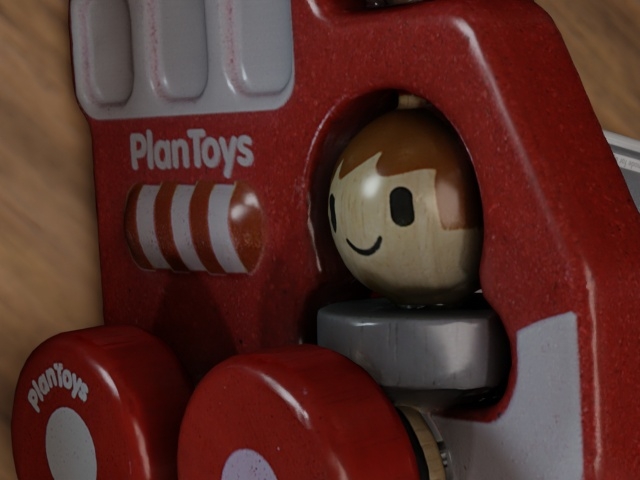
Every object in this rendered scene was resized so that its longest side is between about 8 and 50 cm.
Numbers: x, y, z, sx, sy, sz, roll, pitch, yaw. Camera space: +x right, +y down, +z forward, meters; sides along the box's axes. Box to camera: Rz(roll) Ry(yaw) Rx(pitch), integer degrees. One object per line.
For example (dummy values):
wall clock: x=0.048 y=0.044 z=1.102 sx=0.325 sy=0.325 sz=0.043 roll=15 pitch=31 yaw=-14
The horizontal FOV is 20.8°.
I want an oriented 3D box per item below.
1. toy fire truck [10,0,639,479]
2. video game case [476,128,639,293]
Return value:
toy fire truck: x=0.000 y=0.000 z=0.669 sx=0.169 sy=0.302 sz=0.254 roll=-9 pitch=96 yaw=-37
video game case: x=0.124 y=0.032 z=0.843 sx=0.190 sy=0.022 sz=0.173 roll=15 pitch=85 yaw=-16
